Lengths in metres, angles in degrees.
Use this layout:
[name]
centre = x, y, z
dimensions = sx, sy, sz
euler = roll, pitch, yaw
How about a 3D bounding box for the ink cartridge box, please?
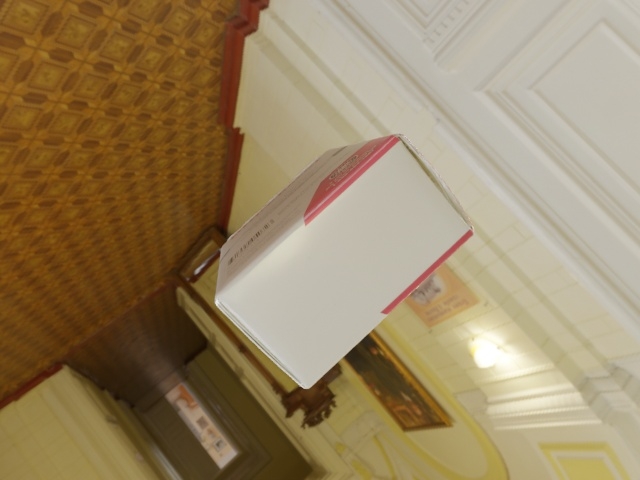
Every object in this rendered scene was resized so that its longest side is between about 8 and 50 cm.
[ink cartridge box]
centre = 0.000, 0.000, 0.533
dimensions = 0.207, 0.117, 0.283
euler = -43, -167, -2
